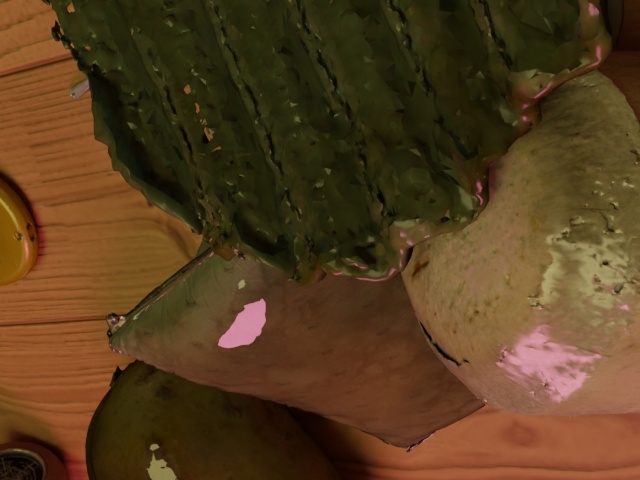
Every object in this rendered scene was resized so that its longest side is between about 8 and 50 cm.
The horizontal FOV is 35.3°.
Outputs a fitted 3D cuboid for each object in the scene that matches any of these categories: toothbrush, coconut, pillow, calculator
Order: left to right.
[{"bbox_3d":[-0.373,-0.020,0.985,0.235,0.032,0.146,5,122,25],"label":"calculator"},{"bbox_3d":[-0.163,-0.142,0.799,0.131,0.013,0.011,-25,100,41],"label":"toothbrush"},{"bbox_3d":[0.019,0.069,0.700,0.302,0.075,0.185,26,130,-35],"label":"pillow"},{"bbox_3d":[0.171,-0.003,0.571,0.234,0.224,0.224,9,138,-29],"label":"coconut"}]

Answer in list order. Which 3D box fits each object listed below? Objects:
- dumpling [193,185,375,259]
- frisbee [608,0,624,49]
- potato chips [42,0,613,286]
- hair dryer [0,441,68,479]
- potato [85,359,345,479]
[{"bbox_3d":[-0.008,-0.009,0.752,0.216,0.149,0.105,-55,48,36],"label":"dumpling"},{"bbox_3d":[0.132,-0.142,0.627,0.110,0.014,0.110,14,125,21],"label":"frisbee"},{"bbox_3d":[-0.022,-0.192,0.534,0.358,0.070,0.429,-34,71,30],"label":"potato chips"},{"bbox_3d":[-0.232,0.361,1.114,0.352,0.125,0.210,12,124,11],"label":"hair dryer"},{"bbox_3d":[-0.081,0.231,0.888,0.307,0.173,0.210,46,129,0],"label":"potato"}]
